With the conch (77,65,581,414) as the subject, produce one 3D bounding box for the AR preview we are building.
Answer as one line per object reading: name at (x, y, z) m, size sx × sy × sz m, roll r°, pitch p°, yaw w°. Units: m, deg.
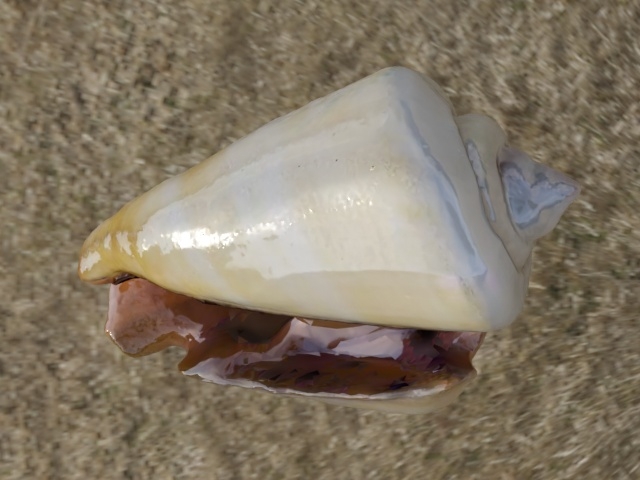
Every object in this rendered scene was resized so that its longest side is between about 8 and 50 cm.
conch at (0.006, -0.007, 0.712) m, size 0.255 × 0.127 × 0.158 m, roll 1°, pitch 128°, yaw 31°
